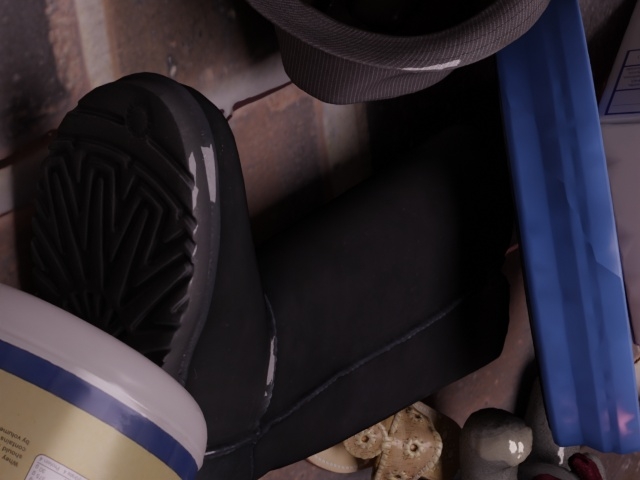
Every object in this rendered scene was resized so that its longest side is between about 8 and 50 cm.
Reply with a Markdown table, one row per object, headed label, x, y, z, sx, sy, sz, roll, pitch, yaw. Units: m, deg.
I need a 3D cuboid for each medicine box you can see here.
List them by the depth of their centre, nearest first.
| label | x | y | z | sx | sy | sz | roll | pitch | yaw |
| --- | --- | --- | --- | --- | --- | --- | --- | --- | --- |
| medicine box | 0.380 | -0.082 | 1.822 | 0.289 | 0.149 | 0.263 | -61 | 143 | -50 |

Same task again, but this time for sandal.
| label | x | y | z | sx | sy | sz | roll | pitch | yaw |
| --- | --- | --- | --- | --- | --- | --- | --- | --- | --- |
| sandal | 0.078 | 0.169 | 1.601 | 0.240 | 0.079 | 0.088 | 22 | 81 | -53 |

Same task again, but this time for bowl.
| label | x | y | z | sx | sy | sz | roll | pitch | yaw |
| --- | --- | --- | --- | --- | --- | --- | --- | --- | --- |
| bowl | 0.206 | -0.011 | 1.576 | 0.391 | 0.077 | 0.391 | -8 | 90 | -83 |

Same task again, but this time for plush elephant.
| label | x | y | z | sx | sy | sz | roll | pitch | yaw |
| --- | --- | --- | --- | --- | --- | --- | --- | --- | --- |
| plush elephant | 0.263 | 0.298 | 1.710 | 0.272 | 0.255 | 0.330 | -8 | 110 | -65 |

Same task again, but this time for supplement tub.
| label | x | y | z | sx | sy | sz | roll | pitch | yaw |
| --- | --- | --- | --- | --- | --- | --- | --- | --- | --- |
| supplement tub | -0.225 | 0.198 | 1.082 | 0.228 | 0.228 | 0.316 | 46 | 62 | -48 |

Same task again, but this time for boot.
| label | x | y | z | sx | sy | sz | roll | pitch | yaw |
| --- | --- | --- | --- | --- | --- | --- | --- | --- | --- |
| boot | -0.001 | 0.002 | 1.371 | 0.445 | 0.146 | 0.367 | -23 | 134 | -44 |

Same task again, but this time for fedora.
| label | x | y | z | sx | sy | sz | roll | pitch | yaw |
| --- | --- | --- | --- | --- | --- | --- | --- | --- | --- |
| fedora | 0.045 | -0.190 | 1.394 | 0.275 | 0.244 | 0.124 | -53 | 165 | -35 |
